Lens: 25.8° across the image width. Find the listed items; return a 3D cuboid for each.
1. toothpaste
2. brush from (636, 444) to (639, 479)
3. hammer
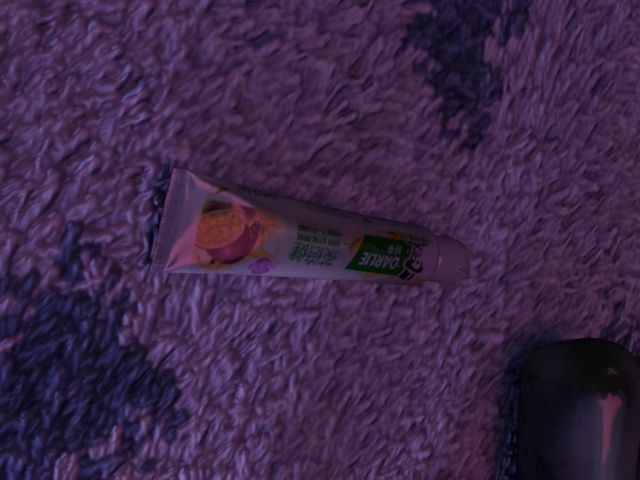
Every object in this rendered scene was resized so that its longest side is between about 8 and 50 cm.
[{"bbox_3d":[0.000,0.000,1.106,0.314,0.056,0.058,7,56,-43],"label":"toothpaste"},{"bbox_3d":[0.330,0.339,1.452,0.085,0.020,0.336,59,35,-37],"label":"brush"},{"bbox_3d":[0.319,0.177,1.441,0.336,0.119,0.206,-17,115,-48],"label":"hammer"}]
